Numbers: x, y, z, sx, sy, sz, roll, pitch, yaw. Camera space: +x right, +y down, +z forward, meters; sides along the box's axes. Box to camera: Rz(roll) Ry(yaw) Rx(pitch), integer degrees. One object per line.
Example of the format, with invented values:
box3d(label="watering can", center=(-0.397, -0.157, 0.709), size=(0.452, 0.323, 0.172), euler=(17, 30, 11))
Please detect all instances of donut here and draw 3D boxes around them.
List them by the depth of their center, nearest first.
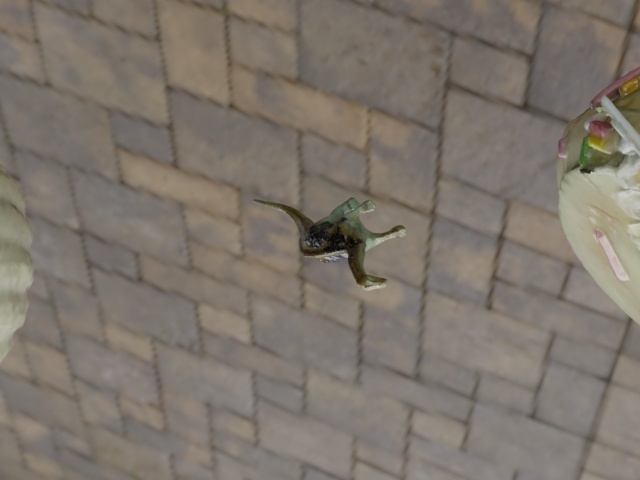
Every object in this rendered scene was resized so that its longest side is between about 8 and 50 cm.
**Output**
box3d(label="donut", center=(0.349, 0.019, 1.330), size=(0.371, 0.150, 0.307), euler=(44, 169, 2))

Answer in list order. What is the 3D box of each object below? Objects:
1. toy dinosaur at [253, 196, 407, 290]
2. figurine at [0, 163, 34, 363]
box3d(label="toy dinosaur", center=(0.013, -0.006, 1.060), size=(0.180, 0.058, 0.037), euler=(22, 131, 66))
box3d(label="figurine", center=(-0.267, -0.014, 0.862), size=(0.204, 0.185, 0.332), euler=(-15, 157, -6))
